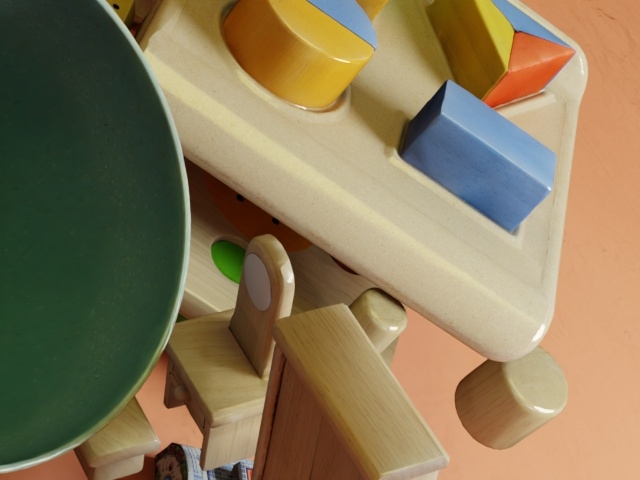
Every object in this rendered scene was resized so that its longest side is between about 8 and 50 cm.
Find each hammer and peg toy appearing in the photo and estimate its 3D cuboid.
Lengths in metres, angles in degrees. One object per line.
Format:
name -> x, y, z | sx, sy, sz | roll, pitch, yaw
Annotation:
hammer and peg toy -> 0.000, 0.000, 1.312 | 0.361, 0.127, 0.266 | 33, 39, -13

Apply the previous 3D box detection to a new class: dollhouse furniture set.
dollhouse furniture set -> -0.135, 0.157, 0.970 | 0.355, 0.174, 0.303 | -13, 47, -25

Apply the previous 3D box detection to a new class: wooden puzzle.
wooden puzzle -> 0.054, -0.123, 1.304 | 0.322, 0.080, 0.348 | 34, 39, -12

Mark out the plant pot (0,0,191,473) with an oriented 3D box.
plant pot -> -0.241, -0.012, 1.012 | 0.290, 0.195, 0.290 | 13, 71, -41

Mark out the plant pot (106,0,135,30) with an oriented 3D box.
plant pot -> -0.173, -0.145, 1.325 | 0.081, 0.083, 0.081 | 32, 41, -15

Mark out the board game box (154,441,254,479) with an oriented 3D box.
board game box -> -0.042, 0.209, 1.145 | 0.194, 0.060, 0.194 | 18, 46, -29

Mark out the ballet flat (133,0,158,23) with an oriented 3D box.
ballet flat -> -0.093, -0.205, 1.469 | 0.057, 0.052, 0.168 | 50, 40, 7
